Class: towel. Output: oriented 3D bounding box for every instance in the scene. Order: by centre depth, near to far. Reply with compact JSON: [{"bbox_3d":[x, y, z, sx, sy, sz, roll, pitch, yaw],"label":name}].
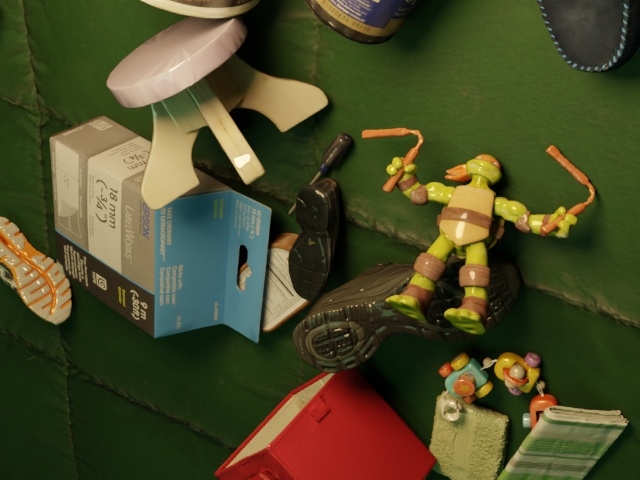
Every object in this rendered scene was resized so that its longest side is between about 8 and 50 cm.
[{"bbox_3d":[0.295,0.257,1.156,0.113,0.023,0.152,9,132,-15],"label":"towel"},{"bbox_3d":[0.199,0.278,1.269,0.110,0.027,0.148,20,126,24],"label":"towel"}]

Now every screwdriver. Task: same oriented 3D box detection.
[{"bbox_3d":[-0.002,-0.080,1.207,0.025,0.024,0.170,20,139,-12],"label":"screwdriver"}]

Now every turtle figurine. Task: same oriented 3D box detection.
[{"bbox_3d":[0.149,-0.015,1.043,0.269,0.217,0.087,18,164,14],"label":"turtle figurine"}]

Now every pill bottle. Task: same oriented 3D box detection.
[{"bbox_3d":[0.078,-0.314,0.937,0.123,0.123,0.219,45,133,5],"label":"pill bottle"}]

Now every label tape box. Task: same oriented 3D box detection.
[{"bbox_3d":[-0.236,0.001,1.329,0.334,0.106,0.240,29,130,28],"label":"label tape box"}]

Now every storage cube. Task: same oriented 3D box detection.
[{"bbox_3d":[0.008,0.314,1.300,0.193,0.215,0.183,49,141,-1],"label":"storage cube"}]

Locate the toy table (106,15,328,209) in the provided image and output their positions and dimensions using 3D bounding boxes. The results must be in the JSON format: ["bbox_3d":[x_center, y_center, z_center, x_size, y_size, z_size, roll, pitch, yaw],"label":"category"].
[{"bbox_3d":[-0.135,-0.167,1.116,0.252,0.274,0.161,-27,112,9],"label":"toy table"}]

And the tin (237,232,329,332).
[{"bbox_3d":[-0.064,0.064,1.322,0.106,0.040,0.190,47,133,-3],"label":"tin"}]

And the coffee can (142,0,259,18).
[{"bbox_3d":[-0.115,-0.402,0.968,0.201,0.201,0.275,36,132,12],"label":"coffee can"}]

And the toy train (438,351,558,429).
[{"bbox_3d":[0.226,0.201,1.171,0.166,0.046,0.125,2,111,19],"label":"toy train"}]

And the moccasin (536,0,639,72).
[{"bbox_3d":[0.211,-0.310,0.849,0.138,0.117,0.342,-6,112,37],"label":"moccasin"}]

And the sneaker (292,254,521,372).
[{"bbox_3d":[0.104,0.066,1.159,0.286,0.130,0.109,-15,113,16],"label":"sneaker"}]

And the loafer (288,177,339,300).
[{"bbox_3d":[0.000,0.000,1.212,0.062,0.061,0.170,23,123,21],"label":"loafer"}]

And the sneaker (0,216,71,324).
[{"bbox_3d":[-0.505,0.056,1.606,0.215,0.084,0.083,52,146,2],"label":"sneaker"}]
